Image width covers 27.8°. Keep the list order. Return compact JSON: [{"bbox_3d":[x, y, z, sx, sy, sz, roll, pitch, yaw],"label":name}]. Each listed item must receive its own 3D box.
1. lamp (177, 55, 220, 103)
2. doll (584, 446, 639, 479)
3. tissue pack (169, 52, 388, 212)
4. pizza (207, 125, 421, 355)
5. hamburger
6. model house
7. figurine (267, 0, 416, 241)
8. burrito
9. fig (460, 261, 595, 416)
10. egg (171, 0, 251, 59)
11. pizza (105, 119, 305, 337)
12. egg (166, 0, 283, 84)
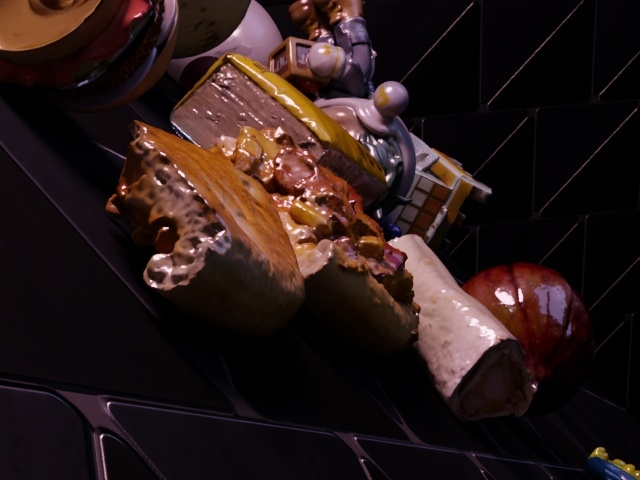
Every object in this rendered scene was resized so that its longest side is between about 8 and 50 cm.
[{"bbox_3d":[-0.145,-0.196,1.743,0.107,0.092,0.107,47,-28,34],"label":"lamp"},{"bbox_3d":[0.512,0.398,1.775,0.346,0.099,0.341,42,4,17],"label":"doll"},{"bbox_3d":[-0.042,-0.113,1.627,0.192,0.134,0.271,43,6,18],"label":"tissue pack"},{"bbox_3d":[0.000,0.000,1.278,0.277,0.114,0.409,49,4,9],"label":"pizza"},{"bbox_3d":[-0.193,-0.178,1.045,0.175,0.175,0.137,46,-5,33],"label":"hamburger"},{"bbox_3d":[0.120,-0.073,2.088,0.215,0.198,0.224,27,12,-19],"label":"model house"},{"bbox_3d":[0.029,-0.184,1.863,0.186,0.261,0.381,-2,72,-29],"label":"figurine"},{"bbox_3d":[0.131,0.091,1.468,0.143,0.105,0.299,50,0,-35],"label":"burrito"},{"bbox_3d":[0.264,0.145,1.625,0.203,0.186,0.249,60,6,-25],"label":"fig"},{"bbox_3d":[-0.236,-0.387,1.585,0.379,0.287,0.287,45,3,-42],"label":"egg"},{"bbox_3d":[-0.084,-0.011,0.939,0.182,0.074,0.365,43,6,-9],"label":"pizza"},{"bbox_3d":[-0.155,-0.302,2.001,0.232,0.176,0.176,38,3,31],"label":"egg"}]
